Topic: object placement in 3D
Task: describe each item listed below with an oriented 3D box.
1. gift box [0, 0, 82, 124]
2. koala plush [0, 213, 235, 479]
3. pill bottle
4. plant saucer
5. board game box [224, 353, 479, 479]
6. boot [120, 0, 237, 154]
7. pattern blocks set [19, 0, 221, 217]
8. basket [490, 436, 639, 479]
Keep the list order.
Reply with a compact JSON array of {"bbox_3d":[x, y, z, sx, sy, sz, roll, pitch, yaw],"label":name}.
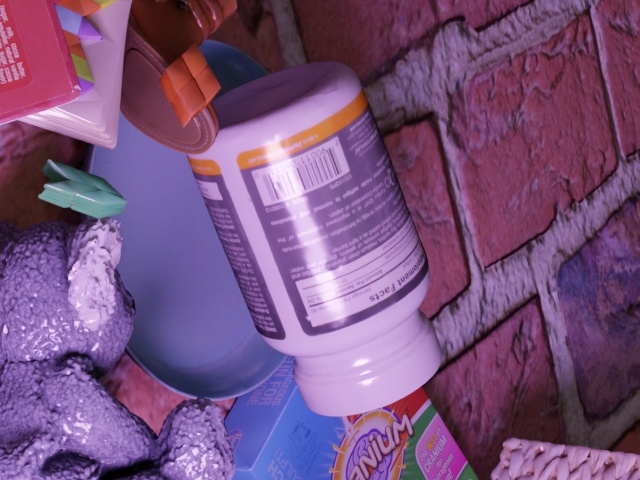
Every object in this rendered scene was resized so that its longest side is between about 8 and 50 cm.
[{"bbox_3d":[-0.330,-0.145,0.951,0.276,0.258,0.255,-16,96,-30],"label":"gift box"},{"bbox_3d":[-0.195,0.088,1.236,0.203,0.196,0.221,-8,98,-43],"label":"koala plush"},{"bbox_3d":[0.000,0.000,1.442,0.162,0.162,0.278,-42,118,-46],"label":"pill bottle"},{"bbox_3d":[-0.107,-0.018,1.476,0.317,0.044,0.317,4,85,-53],"label":"plant saucer"},{"bbox_3d":[0.030,0.230,1.624,0.316,0.064,0.242,58,45,-33],"label":"board game box"},{"bbox_3d":[-0.117,-0.167,1.380,0.197,0.073,0.152,48,42,10],"label":"boot"},{"bbox_3d":[-0.206,-0.162,1.236,0.285,0.026,0.325,10,52,-27],"label":"pattern blocks set"},{"bbox_3d":[0.294,0.430,1.753,0.328,0.266,0.331,-60,145,-37],"label":"basket"}]
